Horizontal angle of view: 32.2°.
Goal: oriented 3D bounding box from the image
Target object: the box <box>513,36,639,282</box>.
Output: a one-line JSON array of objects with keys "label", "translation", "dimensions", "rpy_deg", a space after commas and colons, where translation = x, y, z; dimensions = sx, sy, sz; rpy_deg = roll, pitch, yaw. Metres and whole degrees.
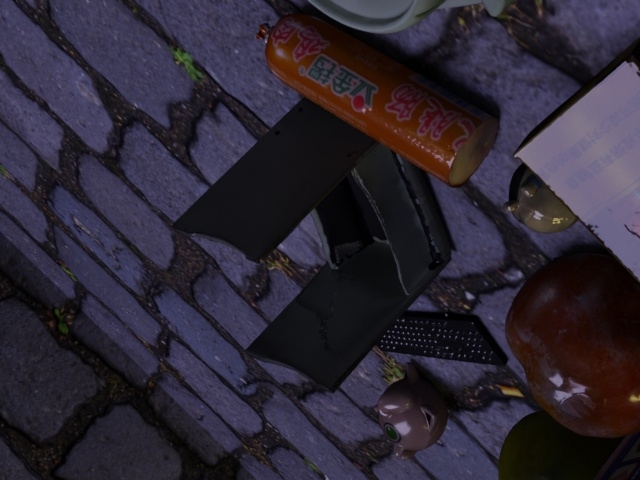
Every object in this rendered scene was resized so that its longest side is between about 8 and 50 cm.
[{"label": "box", "translation": [0.314, -0.048, 1.012], "dimensions": [0.240, 0.071, 0.159], "rpy_deg": [46, 128, -3]}]

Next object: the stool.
[{"label": "stool", "translation": [0.000, 0.000, 1.401], "dimensions": [0.170, 0.270, 0.244], "rpy_deg": [19, 147, 43]}]

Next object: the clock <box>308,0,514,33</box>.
[{"label": "clock", "translation": [0.044, -0.309, 1.028], "dimensions": [0.265, 0.108, 0.324], "rpy_deg": [52, 155, -18]}]

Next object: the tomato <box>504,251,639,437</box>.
[{"label": "tomato", "translation": [0.304, 0.136, 1.244], "dimensions": [0.214, 0.155, 0.181], "rpy_deg": [42, 132, -2]}]

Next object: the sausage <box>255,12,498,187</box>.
[{"label": "sausage", "translation": [0.048, -0.175, 1.262], "dimensions": [0.312, 0.093, 0.093], "rpy_deg": [34, 154, 21]}]

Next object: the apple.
[{"label": "apple", "translation": [0.334, 0.305, 1.484], "dimensions": [0.196, 0.196, 0.157], "rpy_deg": [117, 147, -65]}]

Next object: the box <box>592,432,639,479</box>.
[{"label": "box", "translation": [0.468, 0.395, 1.250], "dimensions": [0.348, 0.318, 0.257], "rpy_deg": [42, 156, 3]}]

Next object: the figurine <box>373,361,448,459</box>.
[{"label": "figurine", "translation": [0.147, 0.283, 1.816], "dimensions": [0.125, 0.125, 0.138], "rpy_deg": [34, 139, 21]}]

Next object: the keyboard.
[{"label": "keyboard", "translation": [0.157, 0.144, 1.699], "dimensions": [0.101, 0.018, 0.309], "rpy_deg": [53, 155, -21]}]

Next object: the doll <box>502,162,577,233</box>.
[{"label": "doll", "translation": [0.249, -0.055, 1.159], "dimensions": [0.179, 0.102, 0.089], "rpy_deg": [142, 125, -70]}]
